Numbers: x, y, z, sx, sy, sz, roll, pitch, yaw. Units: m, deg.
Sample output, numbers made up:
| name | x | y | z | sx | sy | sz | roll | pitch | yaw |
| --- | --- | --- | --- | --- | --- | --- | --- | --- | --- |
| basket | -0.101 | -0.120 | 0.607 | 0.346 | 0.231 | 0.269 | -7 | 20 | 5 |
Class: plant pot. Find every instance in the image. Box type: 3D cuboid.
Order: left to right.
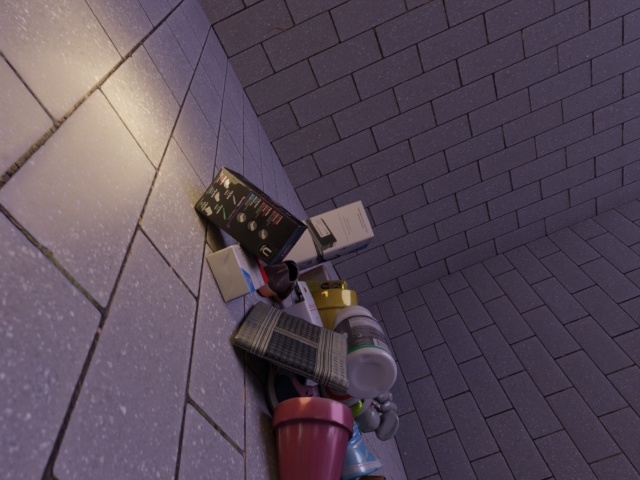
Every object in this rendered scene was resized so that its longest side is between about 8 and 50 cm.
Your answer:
| name | x | y | z | sx | sy | sz | roll | pitch | yaw |
| --- | --- | --- | --- | --- | --- | --- | --- | --- | --- |
| plant pot | -0.022 | 0.495 | 1.051 | 0.201 | 0.201 | 0.180 | 62 | 24 | -43 |
| plant pot | 0.048 | 0.357 | 1.985 | 0.254 | 0.254 | 0.239 | 53 | 29 | -67 |

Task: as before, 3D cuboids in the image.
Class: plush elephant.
| name | x | y | z | sx | sy | sz | roll | pitch | yaw |
| --- | --- | --- | --- | --- | --- | --- | --- | --- | --- |
| plush elephant | 0.204 | 0.740 | 1.960 | 0.272 | 0.255 | 0.330 | 30 | -36 | 4 |

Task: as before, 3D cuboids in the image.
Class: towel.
| name | x | y | z | sx | sy | sz | roll | pitch | yaw |
| --- | --- | --- | --- | --- | --- | --- | --- | --- | --- |
| towel | -0.067 | 0.284 | 1.228 | 0.312 | 0.056 | 0.324 | 22 | 9 | 0 |

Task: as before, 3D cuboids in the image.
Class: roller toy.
| name | x | y | z | sx | sy | sz | roll | pitch | yaw |
| --- | --- | --- | --- | --- | --- | --- | --- | --- | --- |
| roller toy | 0.107 | 0.586 | 1.761 | 0.209 | 0.191 | 0.146 | -62 | 144 | -32 |

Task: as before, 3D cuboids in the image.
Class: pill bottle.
| name | x | y | z | sx | sy | sz | roll | pitch | yaw |
| --- | --- | --- | --- | --- | --- | --- | --- | --- | --- |
| pill bottle | 0.149 | 0.400 | 1.672 | 0.361 | 0.204 | 0.204 | -103 | 169 | -71 |

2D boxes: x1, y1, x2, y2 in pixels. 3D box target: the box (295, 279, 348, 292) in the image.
| name | x | y | z | sx | sy | sz | roll | pitch | yaw |
| --- | --- | --- | --- | --- | --- | --- | --- | --- | --- |
| box | 0.008 | 0.221 | 2.074 | 0.087 | 0.232 | 0.058 | 55 | 35 | -68 |

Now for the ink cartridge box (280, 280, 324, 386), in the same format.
| name | x | y | z | sx | sy | sz | roll | pitch | yaw |
| --- | --- | --- | --- | --- | --- | --- | --- | --- | --- |
| ink cartridge box | -0.056 | 0.331 | 1.624 | 0.207 | 0.119 | 0.353 | 42 | 27 | -80 |

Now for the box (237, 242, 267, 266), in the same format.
| name | x | y | z | sx | sy | sz | roll | pitch | yaw |
| --- | --- | --- | --- | --- | --- | --- | --- | --- | --- |
| box | -0.208 | 0.031 | 1.477 | 0.087 | 0.101 | 0.102 | -97 | 163 | -68 |

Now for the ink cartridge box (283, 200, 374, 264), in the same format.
| name | x | y | z | sx | sy | sz | roll | pitch | yaw |
| --- | --- | --- | --- | --- | --- | --- | --- | --- | --- |
| ink cartridge box | 0.000 | 0.000 | 1.886 | 0.285 | 0.395 | 0.166 | 94 | -24 | -80 |

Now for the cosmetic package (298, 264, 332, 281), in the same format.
| name | x | y | z | sx | sy | sz | roll | pitch | yaw |
| --- | --- | --- | --- | --- | --- | --- | --- | --- | --- |
| cosmetic package | 0.008 | 0.292 | 2.236 | 0.129 | 0.153 | 0.296 | 50 | 17 | -66 |

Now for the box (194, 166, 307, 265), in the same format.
| name | x | y | z | sx | sy | sz | roll | pitch | yaw |
| --- | --- | --- | --- | --- | --- | --- | --- | --- | --- |
| box | -0.191 | -0.066 | 1.274 | 0.270 | 0.143 | 0.165 | 37 | 5 | 5 |

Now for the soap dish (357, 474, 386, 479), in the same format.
| name | x | y | z | sx | sy | sz | roll | pitch | yaw |
| --- | --- | --- | --- | --- | --- | --- | --- | --- | --- |
| soap dish | 0.192 | 0.942 | 1.542 | 0.291 | 0.118 | 0.229 | 57 | 11 | -66 |

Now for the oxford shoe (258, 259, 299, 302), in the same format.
| name | x | y | z | sx | sy | sz | roll | pitch | yaw |
| --- | --- | --- | --- | --- | --- | --- | --- | --- | --- |
| oxford shoe | -0.128 | 0.142 | 1.623 | 0.364 | 0.133 | 0.130 | 37 | 29 | -80 |

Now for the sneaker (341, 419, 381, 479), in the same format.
| name | x | y | z | sx | sy | sz | roll | pitch | yaw |
| --- | --- | --- | --- | --- | --- | --- | --- | --- | --- |
| sneaker | 0.129 | 0.757 | 1.656 | 0.319 | 0.127 | 0.208 | 58 | 12 | -63 |

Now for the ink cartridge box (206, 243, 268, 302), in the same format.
| name | x | y | z | sx | sy | sz | roll | pitch | yaw |
| --- | --- | --- | --- | --- | --- | --- | --- | --- | --- |
| ink cartridge box | -0.224 | 0.083 | 1.253 | 0.231 | 0.078 | 0.134 | -15 | 82 | -84 |

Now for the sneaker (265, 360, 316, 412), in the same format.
| name | x | y | z | sx | sy | sz | roll | pitch | yaw |
| --- | --- | --- | --- | --- | --- | --- | --- | --- | --- |
| sneaker | -0.081 | 0.348 | 1.270 | 0.319 | 0.131 | 0.112 | -105 | 171 | -55 |
